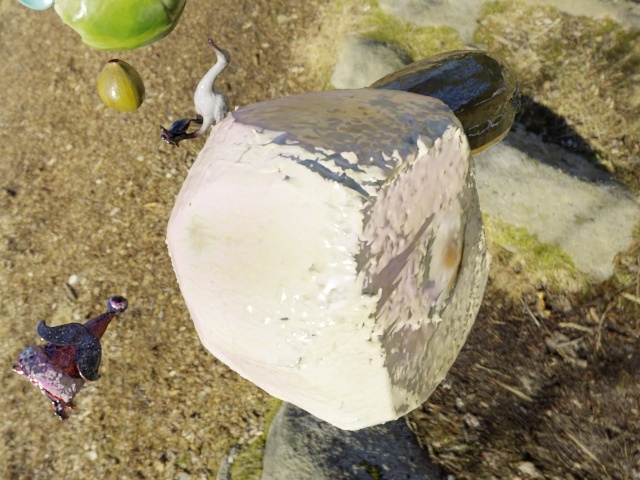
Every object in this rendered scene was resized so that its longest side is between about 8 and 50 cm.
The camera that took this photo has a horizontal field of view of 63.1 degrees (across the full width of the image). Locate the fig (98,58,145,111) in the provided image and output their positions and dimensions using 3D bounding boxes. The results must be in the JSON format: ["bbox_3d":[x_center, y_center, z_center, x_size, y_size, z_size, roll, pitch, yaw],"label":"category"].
[{"bbox_3d":[-0.325,-0.256,0.849,0.074,0.088,0.074,3,48,-3],"label":"fig"}]

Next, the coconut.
[{"bbox_3d":[0.000,0.000,0.667,0.405,0.404,0.404,-14,59,24],"label":"coconut"}]

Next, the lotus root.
[{"bbox_3d":[0.268,-0.287,1.145,0.346,0.250,0.250,-19,54,-7],"label":"lotus root"}]

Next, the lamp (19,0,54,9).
[{"bbox_3d":[-0.438,-0.526,0.875,0.284,0.209,0.147,-37,56,-1],"label":"lamp"}]

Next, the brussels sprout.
[{"bbox_3d":[-0.444,-0.612,1.124,0.315,0.371,0.276,-24,22,-9],"label":"brussels sprout"}]

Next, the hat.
[{"bbox_3d":[-0.441,0.198,0.969,0.140,0.129,0.227,39,74,12],"label":"hat"}]

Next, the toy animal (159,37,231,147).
[{"bbox_3d":[-0.282,-0.357,1.320,0.090,0.195,0.324,46,120,8],"label":"toy animal"}]
